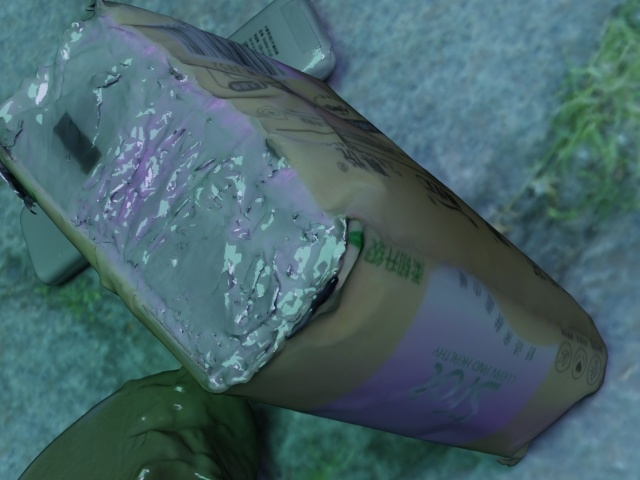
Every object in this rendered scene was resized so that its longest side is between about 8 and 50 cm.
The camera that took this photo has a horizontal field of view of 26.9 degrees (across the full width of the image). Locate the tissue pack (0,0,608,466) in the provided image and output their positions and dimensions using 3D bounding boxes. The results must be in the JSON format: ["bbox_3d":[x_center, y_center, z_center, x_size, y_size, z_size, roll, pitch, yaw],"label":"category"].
[{"bbox_3d":[0.000,0.000,0.639,0.215,0.257,0.123,42,103,36],"label":"tissue pack"}]

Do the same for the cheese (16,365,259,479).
[{"bbox_3d":[-0.114,0.173,0.721,0.175,0.091,0.202,-32,25,22],"label":"cheese"}]

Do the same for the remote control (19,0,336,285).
[{"bbox_3d":[-0.096,-0.062,0.864,0.261,0.029,0.067,-36,60,22],"label":"remote control"}]
